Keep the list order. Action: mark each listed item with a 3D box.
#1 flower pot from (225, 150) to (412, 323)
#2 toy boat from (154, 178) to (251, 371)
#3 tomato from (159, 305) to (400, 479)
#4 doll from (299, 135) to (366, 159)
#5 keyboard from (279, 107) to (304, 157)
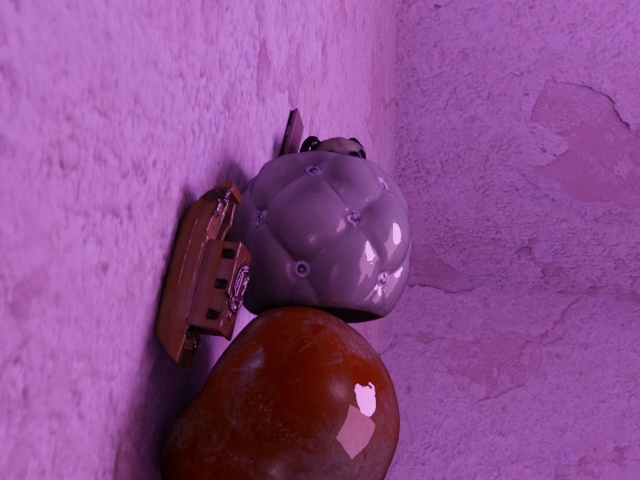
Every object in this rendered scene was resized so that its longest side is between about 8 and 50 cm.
[{"bbox_3d":[0.000,0.000,0.915,0.246,0.246,0.195,59,34,-73],"label":"flower pot"},{"bbox_3d":[-0.113,0.033,0.741,0.057,0.077,0.200,68,30,-67],"label":"toy boat"},{"bbox_3d":[-0.032,0.213,0.788,0.270,0.223,0.270,-57,174,-9],"label":"tomato"},{"bbox_3d":[0.013,-0.072,1.154,0.234,0.143,0.135,103,-25,-65],"label":"doll"},{"bbox_3d":[-0.052,-0.129,1.142,0.055,0.017,0.166,69,29,-58],"label":"keyboard"}]
